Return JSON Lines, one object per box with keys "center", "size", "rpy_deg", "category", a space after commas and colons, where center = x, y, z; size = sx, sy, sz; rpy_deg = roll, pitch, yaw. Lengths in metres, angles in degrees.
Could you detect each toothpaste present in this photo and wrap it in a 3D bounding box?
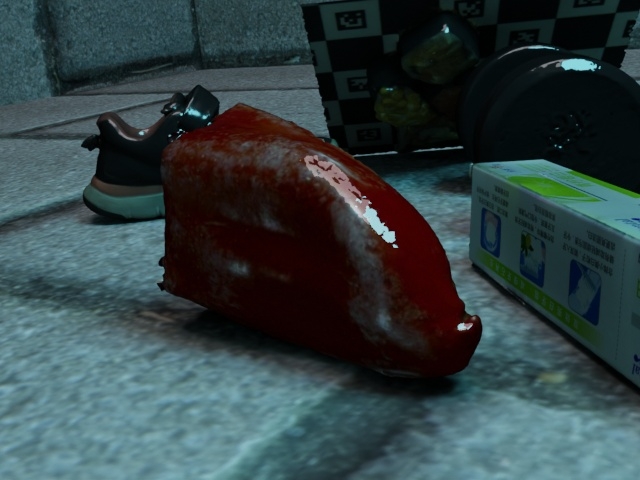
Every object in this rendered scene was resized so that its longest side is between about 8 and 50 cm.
{"center": [0.179, 0.020, 0.507], "size": [0.067, 0.081, 0.336], "rpy_deg": [-5, 16, -11], "category": "toothpaste"}

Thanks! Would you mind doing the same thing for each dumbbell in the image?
{"center": [0.212, -0.105, 0.799], "size": [0.152, 0.153, 0.218], "rpy_deg": [-4, 16, 5], "category": "dumbbell"}

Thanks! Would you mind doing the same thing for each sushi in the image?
{"center": [0.175, -0.164, 0.989], "size": [0.358, 0.064, 0.343], "rpy_deg": [-4, -22, 6], "category": "sushi"}

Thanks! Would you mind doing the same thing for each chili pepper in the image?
{"center": [0.000, 0.000, 0.534], "size": [0.252, 0.144, 0.136], "rpy_deg": [19, -9, 43], "category": "chili pepper"}

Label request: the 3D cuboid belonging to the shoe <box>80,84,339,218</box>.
{"center": [-0.126, -0.107, 0.948], "size": [0.290, 0.137, 0.114], "rpy_deg": [-6, 17, -4], "category": "shoe"}
